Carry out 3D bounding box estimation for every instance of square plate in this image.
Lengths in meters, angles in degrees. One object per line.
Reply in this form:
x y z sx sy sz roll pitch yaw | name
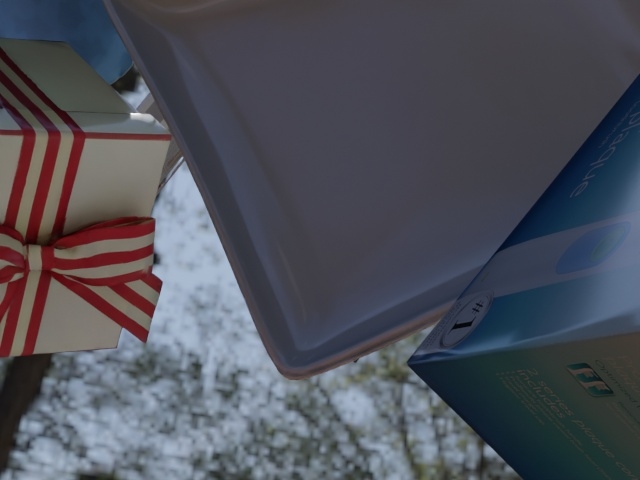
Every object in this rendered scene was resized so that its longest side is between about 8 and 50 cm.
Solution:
0.071 -0.100 0.926 0.344 0.347 0.049 -22 -33 -9 | square plate

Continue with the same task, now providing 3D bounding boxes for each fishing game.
-0.250 -0.238 1.411 0.264 0.041 0.189 16 -55 9 | fishing game

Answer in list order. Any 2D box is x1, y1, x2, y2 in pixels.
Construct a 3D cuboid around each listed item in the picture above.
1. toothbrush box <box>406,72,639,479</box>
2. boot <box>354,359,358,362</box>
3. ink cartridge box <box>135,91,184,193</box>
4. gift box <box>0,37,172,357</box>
0.194 0.002 0.552 0.126 0.216 0.295 45 -19 -10 | toothbrush box
0.000 0.000 1.010 0.137 0.198 0.077 40 -73 -6 | boot
-0.223 -0.116 1.874 0.056 0.181 0.225 38 -9 3 | ink cartridge box
-0.290 -0.021 1.297 0.255 0.258 0.276 -6 -58 -34 | gift box
